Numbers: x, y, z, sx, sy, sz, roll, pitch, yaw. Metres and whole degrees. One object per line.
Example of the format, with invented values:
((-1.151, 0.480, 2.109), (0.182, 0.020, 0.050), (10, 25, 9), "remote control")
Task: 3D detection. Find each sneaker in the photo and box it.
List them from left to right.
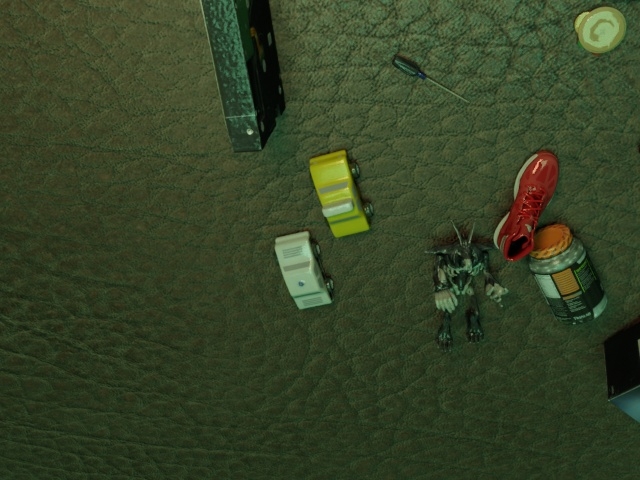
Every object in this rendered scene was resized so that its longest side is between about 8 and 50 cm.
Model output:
((0.411, -0.056, 1.337), (0.087, 0.128, 0.221), (15, 111, -1), "sneaker")

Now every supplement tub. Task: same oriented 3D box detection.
((0.498, 0.069, 1.412), (0.117, 0.117, 0.190), (-23, 113, 20), "supplement tub")

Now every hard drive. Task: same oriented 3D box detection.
((-0.134, -0.352, 1.203), (0.064, 0.237, 0.339), (-2, 120, 10), "hard drive")

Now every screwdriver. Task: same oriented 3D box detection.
((0.208, -0.299, 1.308), (0.169, 0.024, 0.025), (29, 149, -15), "screwdriver")

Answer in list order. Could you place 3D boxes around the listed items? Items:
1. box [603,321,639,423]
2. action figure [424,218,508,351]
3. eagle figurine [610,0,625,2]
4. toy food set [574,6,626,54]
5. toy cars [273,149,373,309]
((0.805, 0.283, 1.420), (0.294, 0.183, 0.296), (35, 131, -12), "box")
((0.305, 0.100, 1.446), (0.164, 0.141, 0.276), (-7, 119, -4), "action figure")
((0.419, -0.496, 1.092), (0.298, 0.225, 0.226), (-11, 166, -18), "eagle figurine")
((0.494, -0.369, 1.220), (0.083, 0.020, 0.083), (-17, 116, 17), "toy food set")
((0.000, 0.000, 1.467), (0.176, 0.087, 0.394), (23, 120, -4), "toy cars")
